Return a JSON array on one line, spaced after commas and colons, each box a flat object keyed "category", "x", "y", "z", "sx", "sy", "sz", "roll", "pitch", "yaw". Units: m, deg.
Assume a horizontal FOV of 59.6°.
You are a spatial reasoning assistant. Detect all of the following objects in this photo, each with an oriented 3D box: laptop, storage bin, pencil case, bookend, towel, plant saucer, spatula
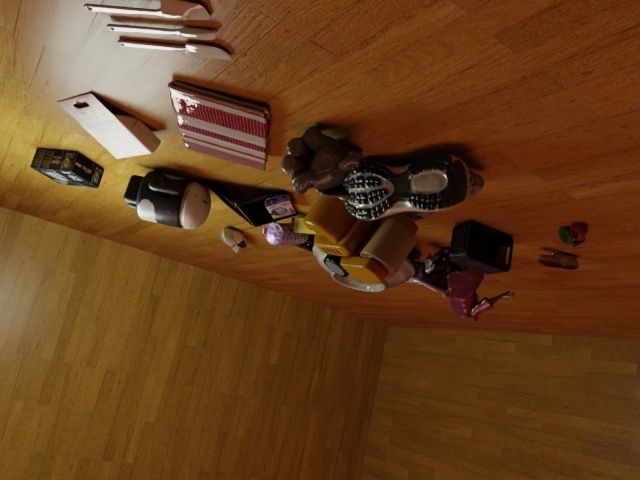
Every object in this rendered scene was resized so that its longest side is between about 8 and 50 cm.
[{"category": "laptop", "x": -0.235, "y": -0.148, "z": 1.929, "sx": 0.264, "sy": 0.137, "sz": 0.234, "roll": -16, "pitch": 162, "yaw": 5}, {"category": "storage bin", "x": 0.501, "y": 0.025, "z": 1.739, "sx": 0.180, "sy": 0.122, "sz": 0.084, "roll": 18, "pitch": 165, "yaw": -22}, {"category": "pencil case", "x": -0.125, "y": -0.024, "z": 2.061, "sx": 0.088, "sy": 0.087, "sz": 0.206, "roll": 10, "pitch": -176, "yaw": 29}, {"category": "bookend", "x": 0.000, "y": 0.000, "z": 2.175, "sx": 0.156, "sy": 0.072, "sz": 0.157, "roll": 22, "pitch": 162, "yaw": -33}, {"category": "towel", "x": -0.243, "y": -0.278, "z": 1.391, "sx": 0.236, "sy": 0.037, "sz": 0.329, "roll": 15, "pitch": 164, "yaw": -3}, {"category": "plant saucer", "x": 0.153, "y": 0.113, "z": 2.112, "sx": 0.400, "sy": 0.101, "sz": 0.400, "roll": 14, "pitch": 161, "yaw": 5}, {"category": "spatula", "x": -0.300, "y": -0.393, "z": 1.035, "sx": 0.241, "sy": 0.019, "sz": 0.168, "roll": 10, "pitch": 171, "yaw": 12}]

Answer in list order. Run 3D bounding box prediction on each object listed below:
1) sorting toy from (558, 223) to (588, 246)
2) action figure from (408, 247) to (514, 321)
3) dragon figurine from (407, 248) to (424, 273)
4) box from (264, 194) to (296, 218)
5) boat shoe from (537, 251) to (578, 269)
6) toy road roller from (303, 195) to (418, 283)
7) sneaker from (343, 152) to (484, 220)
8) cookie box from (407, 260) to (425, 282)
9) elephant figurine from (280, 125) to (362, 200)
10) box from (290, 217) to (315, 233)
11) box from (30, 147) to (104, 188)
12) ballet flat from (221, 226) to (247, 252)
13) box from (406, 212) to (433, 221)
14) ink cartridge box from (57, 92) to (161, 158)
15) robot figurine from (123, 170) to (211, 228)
[{"category": "sorting toy", "x": 0.715, "y": -0.017, "z": 1.564, "sx": 0.042, "sy": 0.061, "sz": 0.102, "roll": -20, "pitch": 178, "yaw": -10}, {"category": "action figure", "x": 0.528, "y": 0.198, "z": 2.055, "sx": 0.248, "sy": 0.276, "sz": 0.370, "roll": 22, "pitch": 148, "yaw": 45}, {"category": "dragon figurine", "x": 0.338, "y": 0.080, "z": 2.165, "sx": 0.289, "sy": 0.085, "sz": 0.144, "roll": 24, "pitch": 162, "yaw": -34}, {"category": "box", "x": -0.133, "y": -0.113, "z": 1.844, "sx": 0.081, "sy": 0.028, "sz": 0.136, "roll": -15, "pitch": 164, "yaw": 4}, {"category": "boat shoe", "x": 0.767, "y": 0.061, "z": 1.810, "sx": 0.135, "sy": 0.045, "sz": 0.050, "roll": 12, "pitch": 156, "yaw": -8}, {"category": "toy road roller", "x": 0.099, "y": -0.024, "z": 1.660, "sx": 0.240, "sy": 0.203, "sz": 0.329, "roll": 45, "pitch": 160, "yaw": -26}, {"category": "sneaker", "x": 0.227, "y": -0.124, "z": 1.408, "sx": 0.182, "sy": 0.158, "sz": 0.410, "roll": 2, "pitch": -178, "yaw": -44}, {"category": "cookie box", "x": 0.395, "y": 0.134, "z": 2.317, "sx": 0.107, "sy": 0.092, "sz": 0.040, "roll": 11, "pitch": 163, "yaw": 8}, {"category": "elephant figurine", "x": 0.024, "y": -0.177, "z": 1.378, "sx": 0.169, "sy": 0.186, "sz": 0.239, "roll": -40, "pitch": 158, "yaw": 15}, {"category": "box", "x": 0.014, "y": -0.047, "z": 1.977, "sx": 0.232, "sy": 0.058, "sz": 0.087, "roll": 3, "pitch": 178, "yaw": 28}, {"category": "box", "x": -0.878, "y": -0.251, "z": 1.944, "sx": 0.180, "sy": 0.078, "sz": 0.147, "roll": 8, "pitch": 164, "yaw": 18}, {"category": "ballet flat", "x": -0.376, "y": -0.007, "z": 2.487, "sx": 0.086, "sy": 0.086, "sz": 0.248, "roll": 11, "pitch": 167, "yaw": 7}, {"category": "box", "x": 0.248, "y": -0.098, "z": 1.655, "sx": 0.136, "sy": 0.037, "sz": 0.225, "roll": 16, "pitch": 166, "yaw": -13}, {"category": "ink cartridge box", "x": -0.572, "y": -0.320, "z": 1.519, "sx": 0.180, "sy": 0.056, "sz": 0.225, "roll": 1, "pitch": 143, "yaw": 38}, {"category": "robot figurine", "x": -0.509, "y": -0.139, "z": 1.885, "sx": 0.278, "sy": 0.174, "sz": 0.209, "roll": 13, "pitch": -159, "yaw": 0}]
